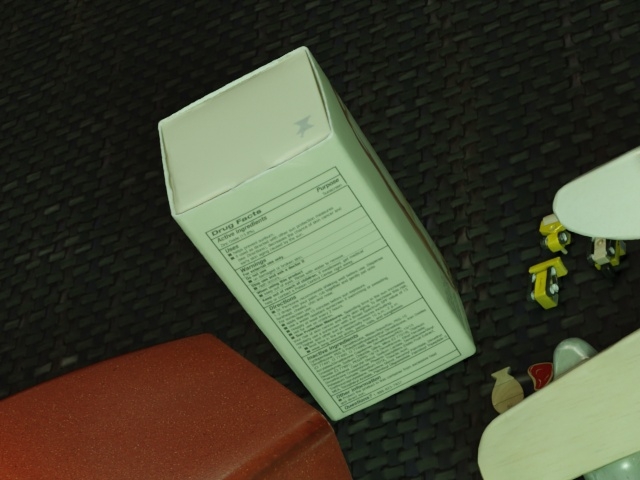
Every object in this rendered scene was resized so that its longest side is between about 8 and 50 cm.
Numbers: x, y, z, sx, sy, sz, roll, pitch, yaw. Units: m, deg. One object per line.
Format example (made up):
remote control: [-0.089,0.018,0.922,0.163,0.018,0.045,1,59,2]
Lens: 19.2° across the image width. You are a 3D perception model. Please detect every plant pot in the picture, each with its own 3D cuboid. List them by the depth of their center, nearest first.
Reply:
plant pot: [-0.107,0.232,1.502,0.235,0.267,0.267,-35,39,-20]

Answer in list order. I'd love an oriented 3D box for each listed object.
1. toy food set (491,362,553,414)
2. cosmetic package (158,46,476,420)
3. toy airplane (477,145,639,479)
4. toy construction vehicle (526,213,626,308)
toy food set: [0.183,0.145,1.565,0.078,0.019,0.122,-19,35,16]
cosmetic package: [0.000,0.000,1.608,0.153,0.296,0.129,-25,42,9]
toy airplane: [0.333,0.078,1.336,0.386,0.272,0.384,23,95,32]
toy construction vehicle: [0.226,0.013,1.657,0.086,0.035,0.098,-23,38,29]
